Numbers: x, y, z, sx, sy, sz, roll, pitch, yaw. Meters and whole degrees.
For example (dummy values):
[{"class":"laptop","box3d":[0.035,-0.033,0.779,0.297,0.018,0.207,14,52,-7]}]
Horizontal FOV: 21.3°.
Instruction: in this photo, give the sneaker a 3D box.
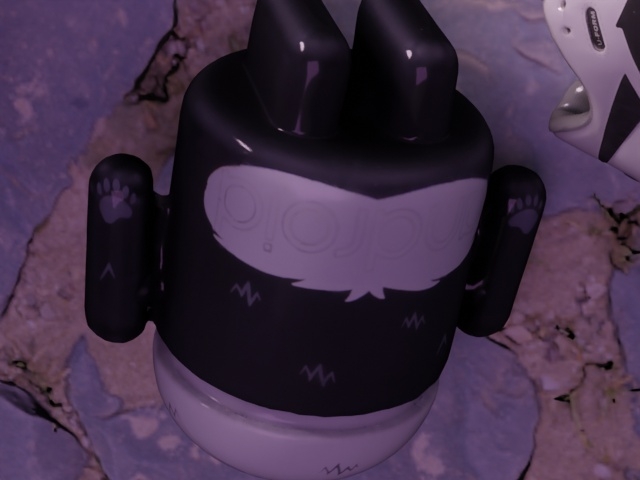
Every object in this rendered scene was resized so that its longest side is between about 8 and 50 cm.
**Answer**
[{"class":"sneaker","box3d":[0.168,-0.151,0.813,0.146,0.122,0.331,17,135,16]}]

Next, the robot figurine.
[{"class":"robot figurine","box3d":[-0.002,-0.001,0.936,0.209,0.173,0.278,20,121,18]}]
